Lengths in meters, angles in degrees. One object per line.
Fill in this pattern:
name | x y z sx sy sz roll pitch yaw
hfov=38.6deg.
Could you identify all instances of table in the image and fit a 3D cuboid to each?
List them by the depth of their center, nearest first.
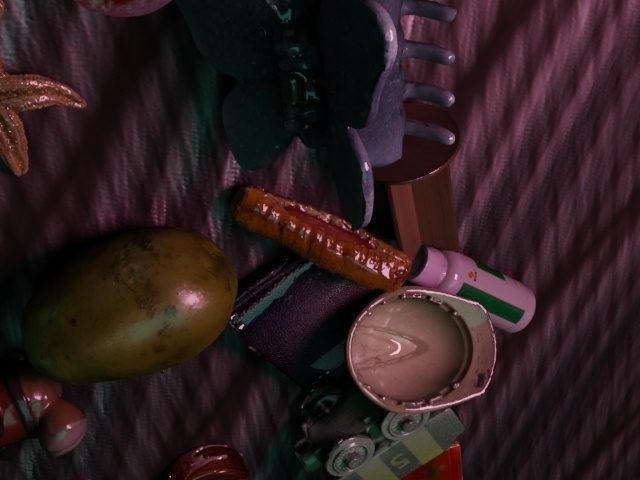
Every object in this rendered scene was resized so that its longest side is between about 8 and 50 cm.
table | 0.137 -0.068 1.385 0.167 0.167 0.226 -22 136 -6

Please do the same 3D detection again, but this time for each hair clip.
hair clip | 0.030 -0.225 1.154 0.238 0.392 0.318 -33 132 -31

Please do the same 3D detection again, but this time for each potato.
potato | -0.267 0.090 1.291 0.304 0.216 0.216 -11 127 -1

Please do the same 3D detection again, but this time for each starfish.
starfish | -0.421 -0.176 1.158 0.236 0.062 0.277 14 113 -34

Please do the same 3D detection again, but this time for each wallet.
wallet | -0.013 0.117 1.505 0.221 0.071 0.262 -39 131 2

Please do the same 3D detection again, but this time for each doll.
doll | -0.516 0.270 1.344 0.330 0.235 0.174 -16 84 -20

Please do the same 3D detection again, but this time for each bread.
bread | -0.203 0.441 1.642 0.160 0.073 0.160 -11 130 -14

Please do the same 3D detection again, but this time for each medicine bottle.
medicine bottle | 0.251 0.079 1.554 0.260 0.095 0.095 25 111 -34

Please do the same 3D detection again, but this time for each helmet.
helmet | 0.144 0.178 1.505 0.258 0.137 0.204 4 85 -16

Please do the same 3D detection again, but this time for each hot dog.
hot dog | -0.001 0.001 1.360 0.289 0.068 0.083 24 124 -8

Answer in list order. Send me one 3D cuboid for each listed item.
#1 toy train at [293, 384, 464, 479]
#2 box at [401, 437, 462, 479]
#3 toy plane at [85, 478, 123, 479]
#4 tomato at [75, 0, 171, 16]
toy train | 0.104 0.332 1.632 0.299 0.167 0.238 -34 134 5
box | 0.192 0.451 1.814 0.175 0.048 0.112 -16 125 -9
toy plane | -0.412 0.476 1.589 0.171 0.065 0.162 -18 128 -6
tomato | -0.238 -0.381 1.043 0.199 0.112 0.228 5 120 -9
